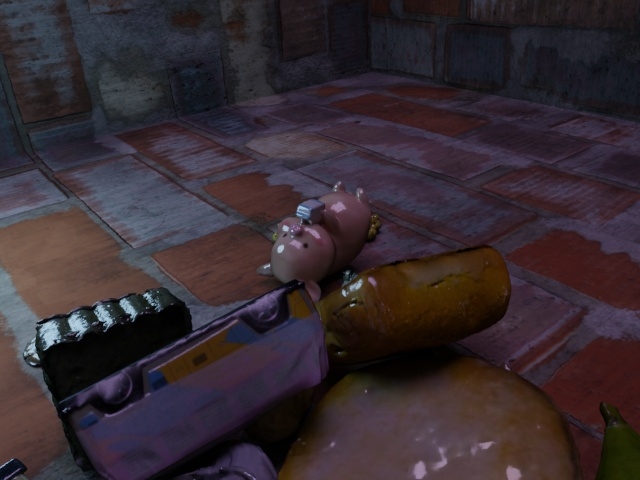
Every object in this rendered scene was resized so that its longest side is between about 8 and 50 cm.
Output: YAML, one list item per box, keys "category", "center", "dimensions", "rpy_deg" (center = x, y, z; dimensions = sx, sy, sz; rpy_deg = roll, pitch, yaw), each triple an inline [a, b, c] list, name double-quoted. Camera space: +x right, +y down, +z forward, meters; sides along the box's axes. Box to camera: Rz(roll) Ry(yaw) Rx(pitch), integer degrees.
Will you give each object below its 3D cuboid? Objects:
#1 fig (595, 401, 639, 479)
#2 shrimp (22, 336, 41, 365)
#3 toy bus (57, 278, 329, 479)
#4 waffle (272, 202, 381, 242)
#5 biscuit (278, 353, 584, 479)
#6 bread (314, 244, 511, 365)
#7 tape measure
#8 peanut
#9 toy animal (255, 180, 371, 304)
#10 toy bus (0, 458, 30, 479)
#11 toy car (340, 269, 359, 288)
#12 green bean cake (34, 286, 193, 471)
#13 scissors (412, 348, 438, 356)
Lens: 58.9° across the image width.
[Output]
- category: "fig"
  center: [0.446, 0.339, 0.667]
  dimensions: [0.233, 0.233, 0.314]
  rpy_deg: [10, 34, 24]
- category: "shrimp"
  center: [-0.555, 0.230, 1.206]
  dimensions: [0.161, 0.034, 0.091]
  rpy_deg: [-7, 40, 7]
- category: "toy bus"
  center: [-0.161, 0.210, 0.843]
  dimensions: [0.387, 0.162, 0.171]
  rpy_deg: [-27, -2, -19]
- category: "waffle"
  center: [0.019, -0.048, 1.621]
  dimensions: [0.301, 0.058, 0.282]
  rpy_deg: [-28, 36, -37]
- category: "biscuit"
  center: [0.152, 0.330, 0.835]
  dimensions: [0.430, 0.103, 0.446]
  rpy_deg: [-5, 27, 20]
- category: "bread"
  center: [0.148, 0.138, 1.031]
  dimensions: [0.337, 0.147, 0.328]
  rpy_deg: [-8, -18, -31]
- category: "tape measure"
  center: [-0.155, 0.363, 0.773]
  dimensions: [0.236, 0.120, 0.197]
  rpy_deg: [-28, 10, 7]
- category: "peanut"
  center: [-0.094, 0.237, 1.036]
  dimensions: [0.147, 0.146, 0.305]
  rpy_deg: [-11, 34, -14]
- category: "toy animal"
  center: [-0.003, 0.000, 1.368]
  dimensions: [0.256, 0.212, 0.195]
  rpy_deg: [-26, 39, -34]
- category: "toy bus"
  center: [-0.320, 0.396, 0.610]
  dimensions: [0.165, 0.275, 0.134]
  rpy_deg: [22, 37, 28]
- category: "toy car"
  center: [0.073, 0.124, 1.299]
  dimensions: [0.073, 0.054, 0.143]
  rpy_deg: [6, 34, 20]
- category: "green bean cake"
  center: [-0.324, 0.225, 0.954]
  dimensions: [0.241, 0.254, 0.132]
  rpy_deg: [-21, 24, -29]
- category: "scissors"
  center: [0.185, 0.213, 1.159]
  dimensions: [0.039, 0.012, 0.113]
  rpy_deg: [-25, 34, -34]
